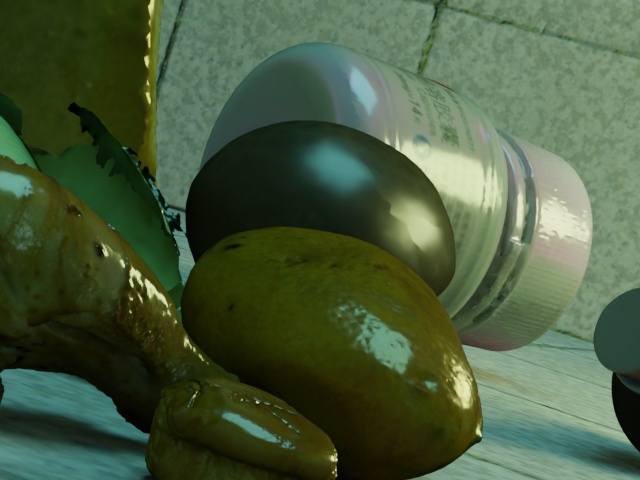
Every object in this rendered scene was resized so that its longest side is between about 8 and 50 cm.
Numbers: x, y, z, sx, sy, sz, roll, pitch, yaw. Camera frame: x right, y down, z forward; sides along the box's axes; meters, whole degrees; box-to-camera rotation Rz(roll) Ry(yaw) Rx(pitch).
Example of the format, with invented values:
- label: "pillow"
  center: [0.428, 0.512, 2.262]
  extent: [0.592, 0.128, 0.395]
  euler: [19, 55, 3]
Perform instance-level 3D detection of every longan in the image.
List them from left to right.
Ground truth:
- label: "longan"
  center: [0.000, 0.000, 1.400]
  extent: [0.212, 0.198, 0.198]
  euler: [20, 0, -26]

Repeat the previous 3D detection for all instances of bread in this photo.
- label: "bread"
  center: [-0.248, -0.102, 1.334]
  extent: [0.239, 0.264, 0.395]
  euler: [4, 4, -12]
- label: "bread"
  center: [-0.032, 0.083, 0.722]
  extent: [0.081, 0.046, 0.083]
  euler: [20, 1, 11]

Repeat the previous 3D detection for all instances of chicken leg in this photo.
- label: "chicken leg"
  center: [-0.104, 0.045, 0.771]
  extent: [0.207, 0.101, 0.085]
  euler: [39, -6, -29]

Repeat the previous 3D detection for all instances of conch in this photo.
- label: "conch"
  center: [-0.157, -0.013, 1.025]
  extent: [0.251, 0.137, 0.143]
  euler: [19, 2, 20]

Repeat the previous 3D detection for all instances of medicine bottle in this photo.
- label: "medicine bottle"
  center: [0.074, -0.028, 1.703]
  extent: [0.325, 0.256, 0.256]
  euler: [17, 2, -35]

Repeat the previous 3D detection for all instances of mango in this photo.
- label: "mango"
  center: [0.012, 0.057, 0.889]
  extent: [0.147, 0.109, 0.227]
  euler: [28, 2, -27]

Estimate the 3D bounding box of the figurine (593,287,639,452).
- label: "figurine"
  center: [0.303, 0.104, 1.369]
  extent: [0.161, 0.158, 0.275]
  euler: [7, -3, 28]
